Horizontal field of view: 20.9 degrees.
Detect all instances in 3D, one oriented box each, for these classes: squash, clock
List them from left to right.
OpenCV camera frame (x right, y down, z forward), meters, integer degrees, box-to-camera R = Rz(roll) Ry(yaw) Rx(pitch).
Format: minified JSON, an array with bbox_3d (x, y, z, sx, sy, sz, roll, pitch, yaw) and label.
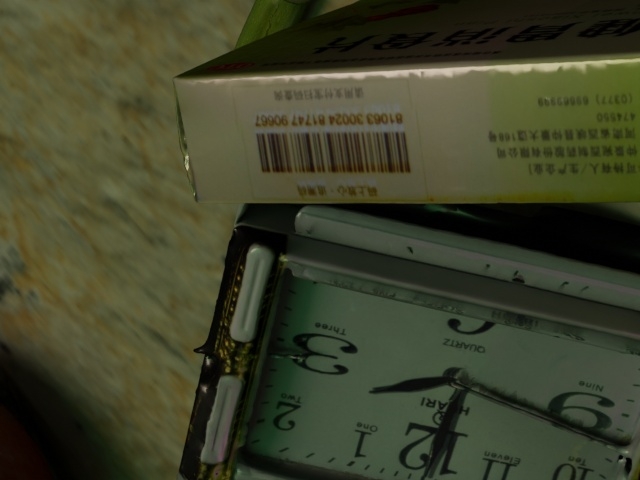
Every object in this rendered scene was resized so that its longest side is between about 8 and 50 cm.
[{"bbox_3d":[-0.032,-0.098,0.904,0.027,0.027,0.083,37,125,14],"label":"squash"},{"bbox_3d":[0.064,0.072,0.844,0.253,0.083,0.186,13,120,-2],"label":"clock"}]

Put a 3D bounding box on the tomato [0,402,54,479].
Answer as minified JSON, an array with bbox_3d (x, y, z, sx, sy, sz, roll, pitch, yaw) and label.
[{"bbox_3d":[-0.277,0.194,1.049,0.265,0.265,0.264,13,116,28],"label":"tomato"}]

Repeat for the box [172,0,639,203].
[{"bbox_3d":[0.092,-0.069,0.745,0.261,0.175,0.062,1,109,32],"label":"box"}]
